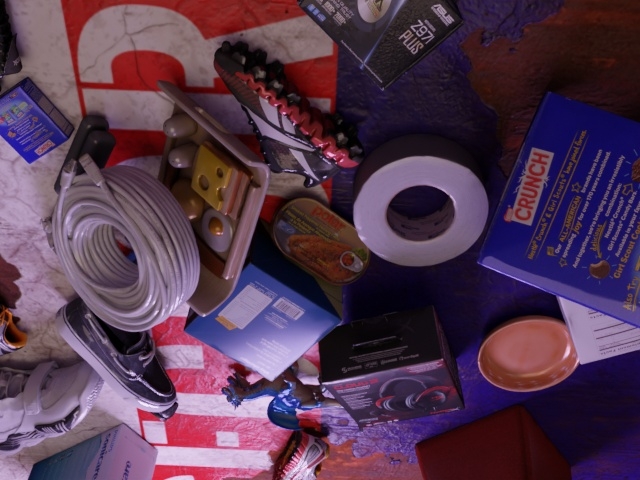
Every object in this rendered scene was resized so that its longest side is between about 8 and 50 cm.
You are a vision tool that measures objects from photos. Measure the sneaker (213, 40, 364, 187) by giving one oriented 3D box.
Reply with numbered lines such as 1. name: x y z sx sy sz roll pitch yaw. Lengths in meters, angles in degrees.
1. sneaker: -0.066 -0.178 1.098 0.276 0.098 0.135 38 117 -25

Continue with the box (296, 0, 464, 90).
1. box: 0.081 -0.324 0.995 0.147 0.078 0.180 -37 117 25

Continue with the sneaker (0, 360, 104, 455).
1. sneaker: -0.608 0.302 1.454 0.365 0.137 0.210 -29 123 26

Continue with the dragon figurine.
1. dragon figurine: -0.058 0.327 1.486 0.289 0.085 0.144 30 122 -18

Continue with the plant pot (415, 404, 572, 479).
1. plant pot: 0.388 0.559 1.550 0.267 0.236 0.267 -29 121 21

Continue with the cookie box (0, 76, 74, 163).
1. cookie box: -0.459 -0.187 1.142 0.091 0.040 0.107 -26 122 19

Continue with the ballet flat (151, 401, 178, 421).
1. ballet flat: -0.373 0.318 1.524 0.173 0.057 0.049 45 76 -28

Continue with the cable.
1. cable: -0.304 0.012 1.119 0.257 0.089 0.257 44 129 5

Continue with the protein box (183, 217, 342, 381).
1. protein box: -0.098 0.107 1.290 0.199 0.136 0.201 34 121 -21

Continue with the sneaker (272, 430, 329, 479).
1. sneaker: -0.049 0.523 1.632 0.092 0.088 0.225 19 126 -13

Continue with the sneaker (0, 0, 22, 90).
1. sneaker: -0.473 -0.293 1.045 0.106 0.078 0.234 26 127 -20

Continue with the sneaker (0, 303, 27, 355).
1. sneaker: -0.633 0.140 1.375 0.083 0.084 0.215 -9 136 6

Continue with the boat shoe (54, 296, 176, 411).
1. boat shoe: -0.370 0.216 1.409 0.102 0.108 0.301 -29 114 23

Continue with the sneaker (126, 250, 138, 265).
1. sneaker: -0.292 0.023 1.290 0.209 0.069 0.082 -10 93 20

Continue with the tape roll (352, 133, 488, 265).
1. tape roll: 0.162 -0.063 1.193 0.219 0.072 0.219 1 127 1

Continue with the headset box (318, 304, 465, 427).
1. headset box: 0.132 0.234 1.338 0.218 0.110 0.293 -13 146 12

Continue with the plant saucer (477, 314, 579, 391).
1. plant saucer: 0.404 0.215 1.414 0.199 0.037 0.200 1 128 1

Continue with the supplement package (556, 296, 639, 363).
1. supplement package: 0.467 0.070 1.239 0.133 0.139 0.244 -19 125 15

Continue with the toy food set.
1. toy food set: -0.207 -0.060 1.121 0.219 0.092 0.306 41 130 24

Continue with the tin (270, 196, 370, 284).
1. tin: 0.000 0.000 1.239 0.189 0.040 0.106 35 89 -21

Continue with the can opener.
1. can opener: -0.398 -0.084 1.211 0.093 0.074 0.280 -4 138 -40

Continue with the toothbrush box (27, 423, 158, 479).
1. toothbrush box: -0.525 0.568 1.605 0.295 0.216 0.126 -29 122 20

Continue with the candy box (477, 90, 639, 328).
1. candy box: 0.422 -0.036 1.051 0.317 0.122 0.268 23 98 8
